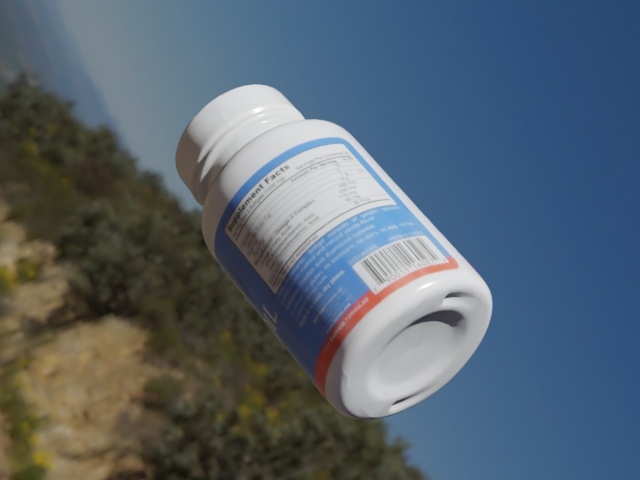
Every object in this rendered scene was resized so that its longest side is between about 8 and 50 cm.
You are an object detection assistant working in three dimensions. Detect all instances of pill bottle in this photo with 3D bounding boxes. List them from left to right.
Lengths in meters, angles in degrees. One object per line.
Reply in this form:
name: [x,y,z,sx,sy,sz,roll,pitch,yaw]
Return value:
pill bottle: [0.000,0.000,1.116,0.221,0.124,0.124,50,-15,34]
